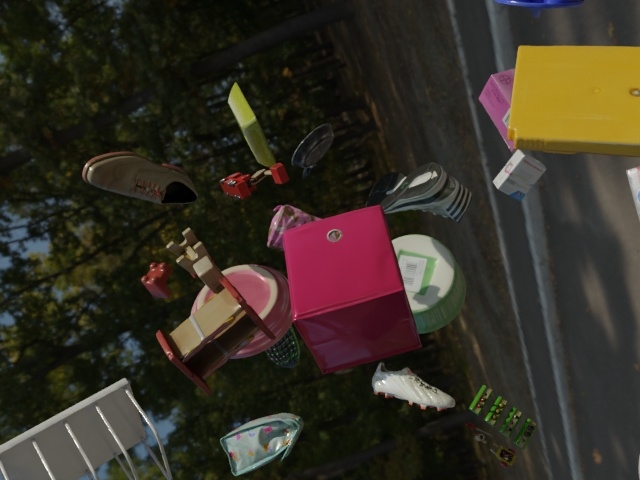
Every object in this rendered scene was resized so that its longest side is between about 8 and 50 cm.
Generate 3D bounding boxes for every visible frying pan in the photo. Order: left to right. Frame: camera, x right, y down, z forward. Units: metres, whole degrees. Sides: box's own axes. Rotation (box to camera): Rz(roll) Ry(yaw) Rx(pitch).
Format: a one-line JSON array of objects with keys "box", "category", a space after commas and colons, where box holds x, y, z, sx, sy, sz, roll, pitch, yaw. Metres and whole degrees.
[{"box": [-0.045, -0.290, 2.288, 0.053, 0.197, 0.326, 44, 136, 14], "category": "frying pan"}]

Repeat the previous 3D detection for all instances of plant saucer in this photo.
[{"box": [-0.241, 0.194, 1.912, 0.084, 0.332, 0.332, 74, -178, -47], "category": "plant saucer"}, {"box": [-0.188, -0.300, 1.698, 0.188, 0.045, 0.188, 61, 176, 40], "category": "plant saucer"}]

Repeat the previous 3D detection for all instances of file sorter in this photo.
[{"box": [-0.456, 0.453, 1.251, 0.173, 0.278, 0.192, 37, 142, 37], "category": "file sorter"}]

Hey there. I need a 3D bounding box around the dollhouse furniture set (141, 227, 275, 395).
[{"box": [-0.290, 0.155, 1.494, 0.374, 0.201, 0.152, 42, 169, 50], "category": "dollhouse furniture set"}]

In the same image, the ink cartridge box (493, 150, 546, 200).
[{"box": [0.577, -0.189, 1.832, 0.089, 0.122, 0.052, 26, -153, -18], "category": "ink cartridge box"}]

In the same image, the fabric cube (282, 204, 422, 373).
[{"box": [0.071, 0.117, 1.494, 0.259, 0.254, 0.258, 68, -171, -48], "category": "fabric cube"}]

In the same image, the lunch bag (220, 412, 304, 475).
[{"box": [-0.176, 0.675, 2.143, 0.223, 0.262, 0.160, 74, 172, -76], "category": "lunch bag"}]

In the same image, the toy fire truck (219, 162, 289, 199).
[{"box": [-0.179, -0.161, 1.685, 0.192, 0.135, 0.047, 19, 136, 61], "category": "toy fire truck"}]

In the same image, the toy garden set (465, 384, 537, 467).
[{"box": [0.651, 0.684, 2.311, 0.244, 0.203, 0.049, 37, 160, 4], "category": "toy garden set"}]

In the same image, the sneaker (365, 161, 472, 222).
[{"box": [0.363, -0.127, 2.271, 0.258, 0.169, 0.447, 31, 163, -23], "category": "sneaker"}]

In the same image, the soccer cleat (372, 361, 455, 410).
[{"box": [0.205, 0.324, 1.405, 0.068, 0.196, 0.076, 18, -98, -60], "category": "soccer cleat"}]

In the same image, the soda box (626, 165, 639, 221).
[{"box": [0.916, -0.076, 1.720, 0.092, 0.083, 0.263, 13, -116, -48], "category": "soda box"}]

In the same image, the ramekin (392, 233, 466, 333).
[{"box": [0.300, 0.129, 2.001, 0.148, 0.304, 0.303, 57, -165, -59], "category": "ramekin"}]

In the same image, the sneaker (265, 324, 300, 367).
[{"box": [-0.147, 0.307, 2.364, 0.146, 0.134, 0.343, -8, -100, -66], "category": "sneaker"}]

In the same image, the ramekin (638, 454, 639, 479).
[{"box": [0.745, 0.446, 1.226, 0.127, 0.273, 0.272, 7, 118, 68], "category": "ramekin"}]

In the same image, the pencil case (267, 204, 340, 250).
[{"box": [0.000, 0.000, 2.264, 0.167, 0.386, 0.160, -78, 8, -51], "category": "pencil case"}]

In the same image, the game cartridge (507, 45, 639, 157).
[{"box": [0.559, -0.289, 1.295, 0.052, 0.324, 0.285, 71, -150, -53], "category": "game cartridge"}]

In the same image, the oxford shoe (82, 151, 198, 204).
[{"box": [-0.513, -0.175, 1.854, 0.348, 0.123, 0.130, 1, -151, -44], "category": "oxford shoe"}]

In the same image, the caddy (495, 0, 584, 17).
[{"box": [0.622, -0.722, 1.784, 0.341, 0.241, 0.179, -52, -34, -56], "category": "caddy"}]

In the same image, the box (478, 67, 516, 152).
[{"box": [0.645, -0.410, 1.901, 0.117, 0.243, 0.213, 106, 143, -64], "category": "box"}]
